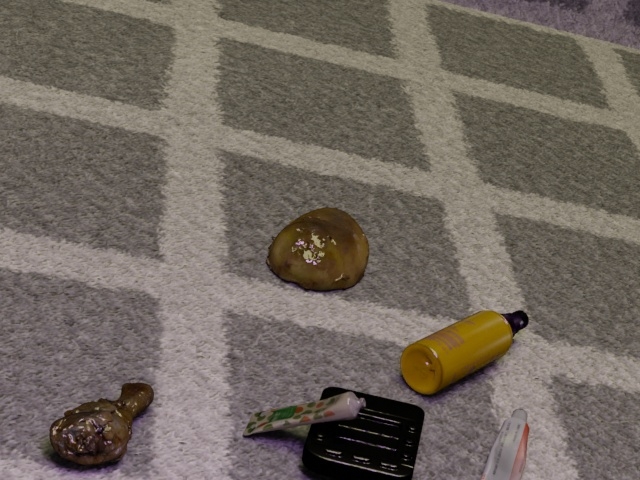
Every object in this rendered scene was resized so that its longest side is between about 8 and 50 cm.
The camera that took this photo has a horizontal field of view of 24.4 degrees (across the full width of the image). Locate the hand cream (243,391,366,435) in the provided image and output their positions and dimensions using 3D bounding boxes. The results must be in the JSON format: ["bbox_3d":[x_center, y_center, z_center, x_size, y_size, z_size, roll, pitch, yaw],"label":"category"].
[{"bbox_3d":[-0.020,0.224,1.914,0.165,0.037,0.057,-12,20,18],"label":"hand cream"}]

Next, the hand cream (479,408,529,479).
[{"bbox_3d":[0.255,0.300,2.013,0.052,0.038,0.216,1,30,20],"label":"hand cream"}]

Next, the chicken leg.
[{"bbox_3d":[-0.259,0.223,1.830,0.085,0.069,0.198,2,16,22],"label":"chicken leg"}]

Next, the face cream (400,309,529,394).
[{"bbox_3d":[0.226,0.152,2.199,0.078,0.078,0.273,34,32,27],"label":"face cream"}]

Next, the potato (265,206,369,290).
[{"bbox_3d":[0.000,0.000,2.338,0.164,0.081,0.200,24,27,12],"label":"potato"}]

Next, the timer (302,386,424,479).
[{"bbox_3d":[0.057,0.263,1.939,0.144,0.055,0.187,13,24,5],"label":"timer"}]
